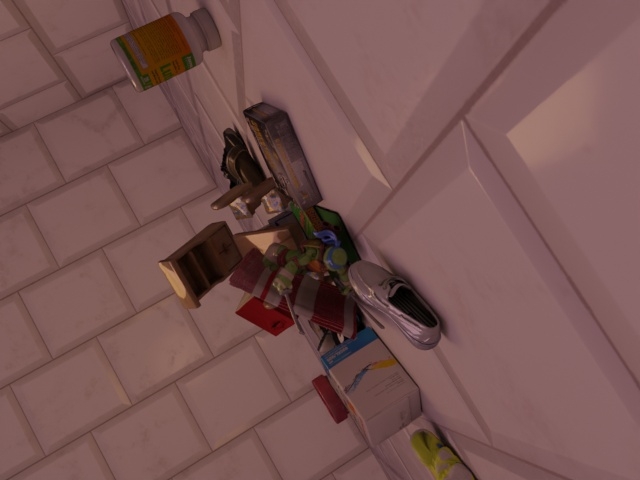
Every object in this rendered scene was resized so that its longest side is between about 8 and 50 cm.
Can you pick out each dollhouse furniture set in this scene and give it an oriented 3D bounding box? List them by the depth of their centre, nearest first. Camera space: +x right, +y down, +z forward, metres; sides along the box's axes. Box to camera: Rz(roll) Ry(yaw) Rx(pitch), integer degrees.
[{"bbox_3d":[-0.233,0.050,1.594,0.395,0.256,0.361,-7,117,37],"label":"dollhouse furniture set"}]

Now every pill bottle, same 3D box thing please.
[{"bbox_3d":[-0.381,-0.483,1.362,0.136,0.246,0.136,57,169,18],"label":"pill bottle"}]

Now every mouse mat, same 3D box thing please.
[{"bbox_3d":[0.042,-0.011,1.308,0.152,0.007,0.190,64,170,-17],"label":"mouse mat"}]

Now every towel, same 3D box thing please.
[{"bbox_3d":[-0.056,0.128,1.385,0.329,0.037,0.237,25,-164,-3],"label":"towel"}]

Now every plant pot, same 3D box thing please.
[{"bbox_3d":[0.090,0.607,2.201,0.201,0.180,0.201,56,168,19],"label":"plant pot"}]

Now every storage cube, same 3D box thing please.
[{"bbox_3d":[-0.182,0.222,2.102,0.193,0.214,0.184,32,141,-14],"label":"storage cube"}]

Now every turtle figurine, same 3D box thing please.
[{"bbox_3d":[-0.027,0.098,1.277,0.266,0.198,0.274,13,124,63],"label":"turtle figurine"}]

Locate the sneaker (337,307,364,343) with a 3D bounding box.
[{"bbox_3d":[0.092,0.259,1.574,0.216,0.079,0.121,64,170,-12],"label":"sneaker"}]

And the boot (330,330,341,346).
[{"bbox_3d":[0.049,0.241,1.790,0.246,0.084,0.161,62,-179,-12],"label":"boot"}]

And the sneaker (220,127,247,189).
[{"bbox_3d":[-0.300,-0.272,1.914,0.101,0.106,0.267,52,165,41],"label":"sneaker"}]

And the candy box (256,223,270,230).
[{"bbox_3d":[-0.167,0.034,1.854,0.164,0.196,0.070,62,169,-12],"label":"candy box"}]

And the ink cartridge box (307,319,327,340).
[{"bbox_3d":[-0.008,0.310,2.165,0.127,0.072,0.175,49,165,46],"label":"ink cartridge box"}]

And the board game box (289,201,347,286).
[{"bbox_3d":[0.000,0.000,1.414,0.259,0.039,0.124,57,167,2],"label":"board game box"}]

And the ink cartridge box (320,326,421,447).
[{"bbox_3d":[0.139,0.397,1.484,0.232,0.168,0.171,49,164,41],"label":"ink cartridge box"}]

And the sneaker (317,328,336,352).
[{"bbox_3d":[0.057,0.348,1.842,0.086,0.085,0.237,25,-178,23],"label":"sneaker"}]

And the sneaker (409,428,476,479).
[{"bbox_3d":[0.331,0.587,1.392,0.240,0.091,0.126,52,-175,33],"label":"sneaker"}]

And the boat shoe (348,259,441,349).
[{"bbox_3d":[0.141,0.099,1.005,0.226,0.083,0.075,41,149,28],"label":"boat shoe"}]

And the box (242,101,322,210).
[{"bbox_3d":[-0.091,-0.200,1.288,0.183,0.056,0.230,43,160,58],"label":"box"}]

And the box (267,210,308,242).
[{"bbox_3d":[-0.100,-0.023,1.734,0.126,0.072,0.137,62,169,-12],"label":"box"}]

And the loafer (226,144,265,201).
[{"bbox_3d":[-0.227,-0.217,1.815,0.088,0.094,0.251,21,156,34],"label":"loafer"}]
